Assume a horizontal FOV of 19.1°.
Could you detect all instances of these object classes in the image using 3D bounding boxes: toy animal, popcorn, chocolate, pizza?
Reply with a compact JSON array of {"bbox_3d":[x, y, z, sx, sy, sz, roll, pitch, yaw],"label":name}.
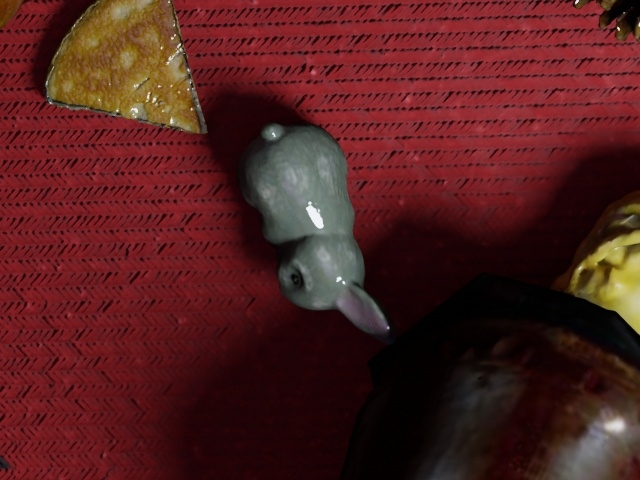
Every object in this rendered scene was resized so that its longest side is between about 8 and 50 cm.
[{"bbox_3d":[-0.010,-0.001,1.853,0.108,0.138,0.236,-19,67,10],"label":"toy animal"},{"bbox_3d":[0.337,0.073,1.837,0.250,0.190,0.250,2,110,5],"label":"popcorn"},{"bbox_3d":[0.147,0.281,1.737,0.383,0.331,0.384,20,133,23],"label":"chocolate"},{"bbox_3d":[-0.172,-0.178,1.904,0.176,0.036,0.185,33,101,0],"label":"pizza"}]

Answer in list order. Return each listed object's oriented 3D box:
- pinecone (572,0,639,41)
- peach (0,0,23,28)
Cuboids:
[{"bbox_3d":[0.317,-0.269,1.798,0.212,0.185,0.169,36,113,14],"label":"pinecone"},{"bbox_3d":[-0.391,-0.274,1.809,0.214,0.235,0.214,1,96,13],"label":"peach"}]
